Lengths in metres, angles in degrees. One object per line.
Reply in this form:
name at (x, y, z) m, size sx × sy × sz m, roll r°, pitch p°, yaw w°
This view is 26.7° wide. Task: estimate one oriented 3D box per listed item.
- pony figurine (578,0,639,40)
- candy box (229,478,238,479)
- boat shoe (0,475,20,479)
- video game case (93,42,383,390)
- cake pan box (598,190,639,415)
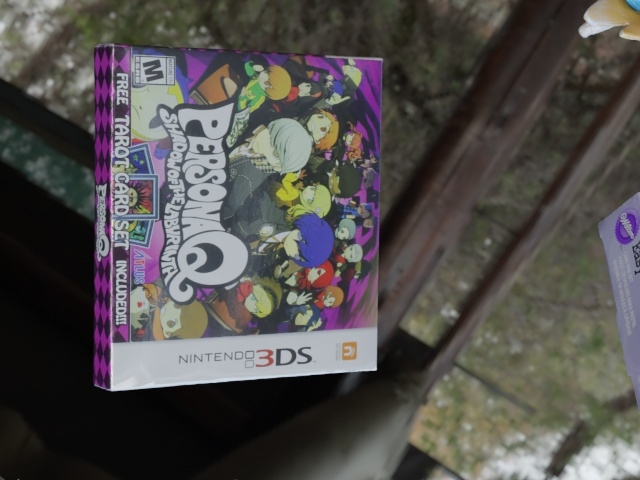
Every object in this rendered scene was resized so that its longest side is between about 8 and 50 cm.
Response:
pony figurine at (0.410, -0.225, 0.985) m, size 0.363 × 0.303 × 0.351 m, roll -15°, pitch 178°, yaw -39°
candy box at (-0.157, 0.430, 1.759) m, size 0.165 × 0.196 × 0.070 m, roll 62°, pitch 167°, yaw 3°
boat shoe at (-0.406, 0.348, 1.772) m, size 0.184 × 0.063 × 0.066 m, roll 57°, pitch -173°, yaw 4°
video game case at (-0.055, -0.017, 0.942) m, size 0.210 × 0.232 × 0.042 m, roll -1°, pitch -176°, yaw -30°
cake pan box at (0.380, 0.094, 1.196) m, size 0.245 × 0.070 × 0.267 m, roll 14°, pitch -127°, yaw -26°
